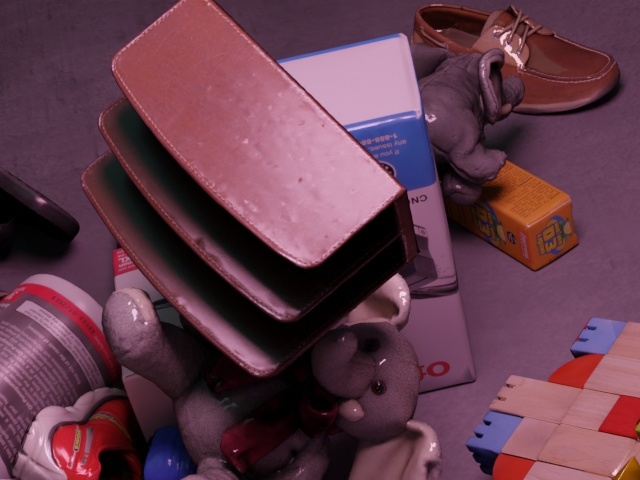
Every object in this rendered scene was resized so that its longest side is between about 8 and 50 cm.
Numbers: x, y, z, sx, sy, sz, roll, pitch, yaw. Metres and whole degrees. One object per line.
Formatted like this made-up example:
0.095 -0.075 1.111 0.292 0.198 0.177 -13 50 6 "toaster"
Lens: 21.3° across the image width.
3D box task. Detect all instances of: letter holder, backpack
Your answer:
-0.089 -0.049 1.610 0.214 0.152 0.302 -40 67 -10 "letter holder"
-0.137 0.256 1.833 0.101 0.120 0.098 -6 37 12 "backpack"

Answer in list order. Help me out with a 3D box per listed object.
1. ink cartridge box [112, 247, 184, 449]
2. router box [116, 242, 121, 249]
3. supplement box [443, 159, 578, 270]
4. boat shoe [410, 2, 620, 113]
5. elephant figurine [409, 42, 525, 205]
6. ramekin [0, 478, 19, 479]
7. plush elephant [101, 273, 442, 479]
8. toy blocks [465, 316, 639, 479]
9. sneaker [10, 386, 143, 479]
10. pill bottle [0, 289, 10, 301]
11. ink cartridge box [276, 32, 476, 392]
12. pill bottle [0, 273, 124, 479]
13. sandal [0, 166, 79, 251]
-0.166 0.132 1.960 0.100 0.172 0.237 -15 37 1 "ink cartridge box"
-0.201 -0.004 2.254 0.133 0.046 0.179 -12 37 4 "router box"
0.218 -0.053 2.145 0.080 0.078 0.233 -33 40 -22 "supplement box"
0.259 -0.261 2.367 0.324 0.116 0.123 12 45 32 "boat shoe"
0.168 -0.177 2.100 0.169 0.186 0.239 25 61 -1 "elephant figurine"
-0.342 0.341 1.758 0.207 0.109 0.207 3 19 -1 "ramekin"
-0.013 0.158 1.721 0.255 0.330 0.272 -29 64 17 "plush elephant"
0.270 0.217 1.717 0.261 0.191 0.381 8 50 47 "toy blocks"
-0.240 0.239 1.859 0.118 0.107 0.279 30 10 11 "sneaker"
-0.464 0.106 2.142 0.219 0.123 0.123 14 45 34 "pill bottle"
0.000 0.000 1.891 0.285 0.395 0.166 -13 40 4 "ink cartridge box"
-0.380 0.196 1.948 0.176 0.176 0.318 17 47 36 "pill bottle"
-0.488 -0.048 2.355 0.446 0.167 0.107 16 72 45 "sandal"
